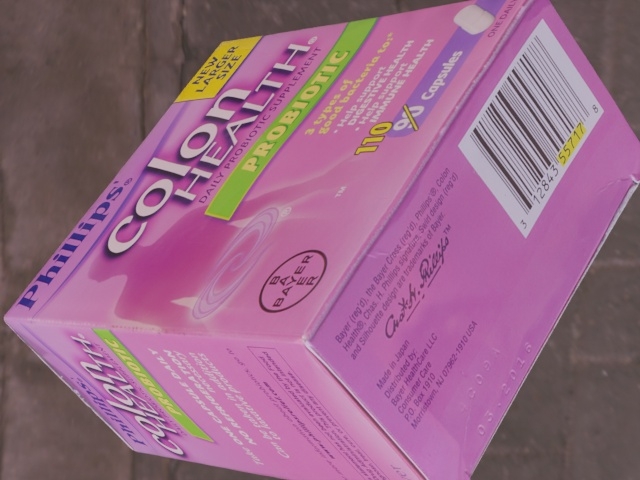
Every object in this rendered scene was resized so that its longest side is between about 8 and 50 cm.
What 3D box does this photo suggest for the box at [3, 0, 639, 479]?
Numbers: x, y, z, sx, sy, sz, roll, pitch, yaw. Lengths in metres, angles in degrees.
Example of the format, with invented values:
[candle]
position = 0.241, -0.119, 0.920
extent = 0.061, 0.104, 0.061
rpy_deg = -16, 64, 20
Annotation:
[box]
position = 0.000, 0.000, 0.741
extent = 0.117, 0.243, 0.213
rpy_deg = 50, 60, -28
